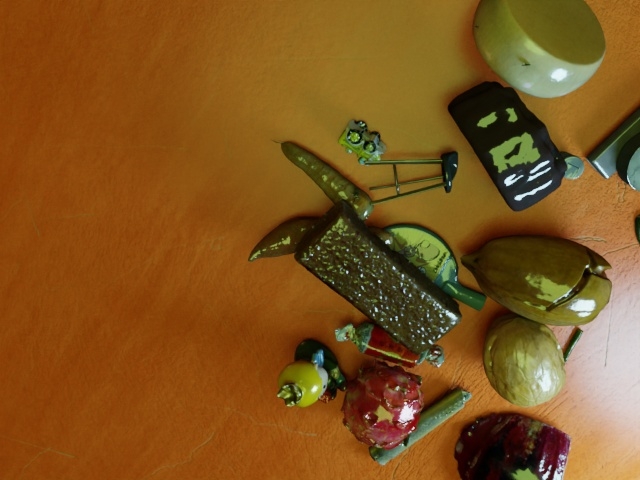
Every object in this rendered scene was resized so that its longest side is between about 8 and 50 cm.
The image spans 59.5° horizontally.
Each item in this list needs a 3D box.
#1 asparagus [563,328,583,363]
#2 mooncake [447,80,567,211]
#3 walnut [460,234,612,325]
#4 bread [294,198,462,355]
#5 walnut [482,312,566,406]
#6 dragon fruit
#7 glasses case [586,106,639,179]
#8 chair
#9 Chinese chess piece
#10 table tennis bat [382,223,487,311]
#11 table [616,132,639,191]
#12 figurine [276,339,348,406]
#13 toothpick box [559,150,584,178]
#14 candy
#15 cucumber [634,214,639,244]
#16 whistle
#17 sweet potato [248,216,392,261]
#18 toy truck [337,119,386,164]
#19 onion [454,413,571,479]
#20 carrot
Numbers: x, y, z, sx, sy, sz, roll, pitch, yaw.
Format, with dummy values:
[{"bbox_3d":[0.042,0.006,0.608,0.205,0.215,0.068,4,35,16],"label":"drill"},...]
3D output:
[{"bbox_3d":[0.628,0.279,1.412,0.018,0.015,0.127,20,108,3],"label":"asparagus"},{"bbox_3d":[0.389,-0.203,1.163,0.141,0.283,0.283,-33,100,15],"label":"mooncake"},{"bbox_3d":[0.488,0.082,1.280,0.337,0.209,0.208,12,108,12],"label":"walnut"},{"bbox_3d":[0.139,0.096,1.301,0.417,0.113,0.165,41,113,-19],"label":"bread"},{"bbox_3d":[0.482,0.282,1.337,0.196,0.195,0.221,-11,105,11],"label":"walnut"},{"bbox_3d":[0.150,0.432,1.430,0.205,0.210,0.268,18,139,-2],"label":"dragon fruit"},{"bbox_3d":[0.684,-0.228,1.238,0.072,0.042,0.190,38,108,-16],"label":"glasses case"},{"bbox_3d":[0.216,-0.139,1.291,0.222,0.095,0.104,-11,147,6],"label":"chair"},{"bbox_3d":[0.431,-0.410,1.110,0.273,0.273,0.102,35,147,-4],"label":"Chinese chess piece"},{"bbox_3d":[0.258,0.085,1.393,0.329,0.044,0.215,27,107,1],"label":"table tennis bat"},{"bbox_3d":[0.725,-0.174,1.228,0.134,0.043,0.133,-3,119,-6],"label":"table"},{"bbox_3d":[-0.018,0.364,1.410,0.127,0.234,0.185,-30,101,11],"label":"figurine"},{"bbox_3d":[0.551,-0.169,1.251,0.052,0.083,0.052,2,107,7],"label":"toothpick box"},{"bbox_3d":[0.178,0.268,1.436,0.293,0.059,0.086,18,67,-1],"label":"candy"},{"bbox_3d":[0.771,-0.013,1.296,0.067,0.035,0.107,-31,99,17],"label":"cucumber"},{"bbox_3d":[0.268,0.497,1.505,0.326,0.057,0.068,-41,142,17],"label":"whistle"},{"bbox_3d":[-0.004,-0.012,1.370,0.355,0.095,0.106,-6,61,7],"label":"sweet potato"},{"bbox_3d":[0.096,-0.222,1.307,0.111,0.076,0.077,37,125,-6],"label":"toy truck"},{"bbox_3d":[0.493,0.621,1.469,0.280,0.146,0.314,13,112,8],"label":"onion"},{"bbox_3d":[0.002,-0.155,1.341,0.298,0.078,0.078,40,108,-1],"label":"carrot"}]
